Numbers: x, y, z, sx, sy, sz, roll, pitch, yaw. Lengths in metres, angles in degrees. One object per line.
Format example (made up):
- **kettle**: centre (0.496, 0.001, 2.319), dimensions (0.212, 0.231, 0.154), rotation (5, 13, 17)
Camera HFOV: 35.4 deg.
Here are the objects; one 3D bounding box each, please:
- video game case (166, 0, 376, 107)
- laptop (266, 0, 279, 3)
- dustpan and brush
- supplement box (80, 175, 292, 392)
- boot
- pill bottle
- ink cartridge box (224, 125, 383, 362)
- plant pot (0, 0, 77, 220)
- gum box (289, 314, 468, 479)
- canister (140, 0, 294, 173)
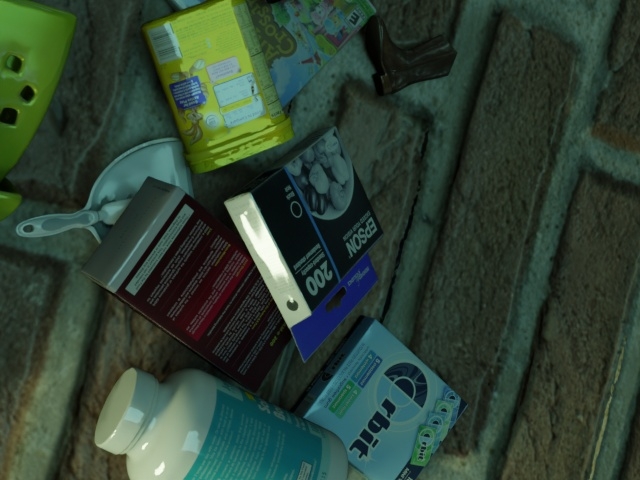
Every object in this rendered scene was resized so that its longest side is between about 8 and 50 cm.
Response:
- **video game case**: centre (-0.062, -0.286, 1.169), dimensions (0.193, 0.023, 0.212), rotation (-47, 111, -15)
- **laptop**: centre (0.017, -0.431, 1.109), dimensions (0.234, 0.136, 0.264), rotation (-28, 104, -34)
- **dustpan and brush**: centre (-0.227, -0.029, 1.086), dimensions (0.211, 0.060, 0.147), rotation (-11, 98, -25)
- **supplement box**: centre (-0.128, 0.052, 1.104), dimensions (0.239, 0.073, 0.130), rotation (43, 75, -36)
- **boot**: centre (0.115, -0.242, 1.244), dimensions (0.114, 0.037, 0.106), rotation (-21, 123, -20)
- **pill bottle**: centre (-0.111, 0.234, 1.110), dimensions (0.264, 0.146, 0.146), rotation (29, 81, -22)
- **ink cartridge box**: centre (0.000, 0.000, 1.155), dimensions (0.206, 0.045, 0.208), rotation (-44, 115, -51)
- **plant pot**: centre (-0.373, -0.136, 0.926), dimensions (0.227, 0.228, 0.207), rotation (10, 96, -26)
- **gum box**: centre (0.075, 0.212, 1.259), dimensions (0.184, 0.041, 0.157), rotation (44, 75, -22)
- **canister**: centre (-0.114, -0.175, 1.108), dimensions (0.126, 0.073, 0.170), rotation (-22, 107, -11)
